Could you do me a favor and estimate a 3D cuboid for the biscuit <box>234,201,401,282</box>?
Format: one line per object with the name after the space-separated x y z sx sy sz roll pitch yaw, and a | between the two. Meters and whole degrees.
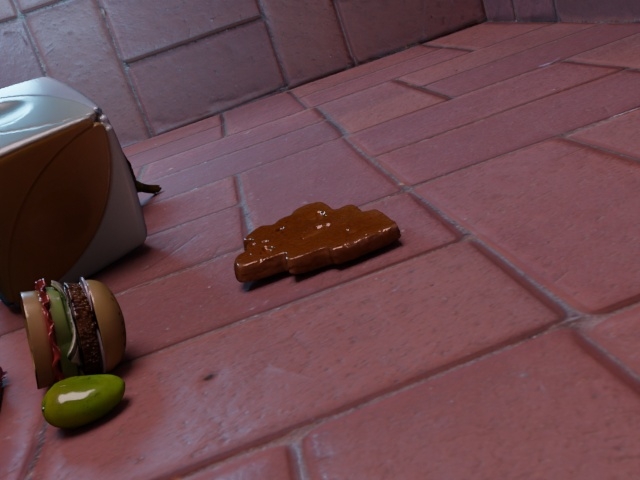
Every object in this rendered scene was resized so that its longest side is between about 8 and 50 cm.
0.000 0.000 1.222 0.306 0.043 0.284 -2 24 35 | biscuit

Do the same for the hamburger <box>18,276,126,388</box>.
-0.355 0.129 1.032 0.136 0.175 0.175 -13 16 -24 | hamburger

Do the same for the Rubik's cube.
-0.615 -0.114 1.519 0.347 0.352 0.351 -31 39 -25 | Rubik's cube

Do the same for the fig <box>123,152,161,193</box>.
-0.586 -0.172 1.961 0.286 0.286 0.368 -3 2 37 | fig

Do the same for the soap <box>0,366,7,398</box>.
-0.568 0.222 1.034 0.182 0.112 0.289 -23 20 -13 | soap

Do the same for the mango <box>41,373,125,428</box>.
-0.306 0.206 0.923 0.108 0.056 0.073 -21 25 -15 | mango
